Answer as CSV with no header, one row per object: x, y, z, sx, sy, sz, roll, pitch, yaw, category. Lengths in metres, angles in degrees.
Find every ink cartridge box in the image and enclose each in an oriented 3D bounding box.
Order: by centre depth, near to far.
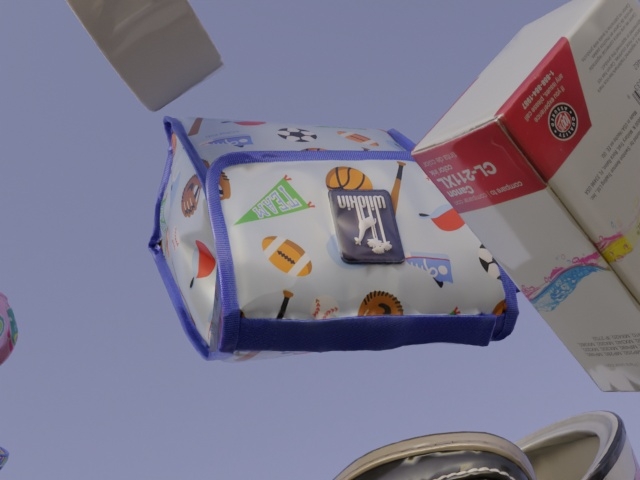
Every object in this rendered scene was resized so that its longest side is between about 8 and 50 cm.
0.152,-0.024,0.471,0.175,0.072,0.127,50,-120,-13,ink cartridge box

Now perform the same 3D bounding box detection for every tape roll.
-0.216,-0.280,0.951,0.100,0.286,0.286,-32,-65,1,tape roll

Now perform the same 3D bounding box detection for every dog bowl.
0.253,0.397,1.153,0.408,0.408,0.150,-37,-95,11,dog bowl

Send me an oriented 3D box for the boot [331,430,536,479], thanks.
0.013,0.329,0.719,0.377,0.284,0.138,-28,-68,19,boot

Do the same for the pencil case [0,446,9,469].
-0.577,0.443,1.366,0.119,0.133,0.306,29,-110,-42,pencil case

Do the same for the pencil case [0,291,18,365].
-0.408,0.043,0.926,0.124,0.124,0.284,-8,-33,-3,pencil case

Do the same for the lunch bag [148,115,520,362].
0.000,0.000,1.016,0.328,0.385,0.239,0,-65,-19,lunch bag
